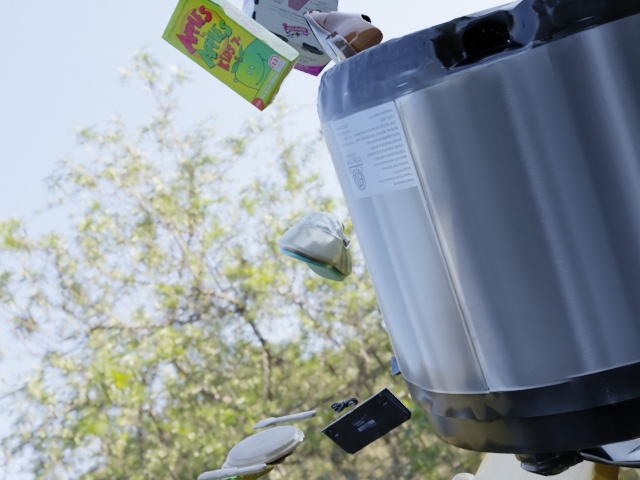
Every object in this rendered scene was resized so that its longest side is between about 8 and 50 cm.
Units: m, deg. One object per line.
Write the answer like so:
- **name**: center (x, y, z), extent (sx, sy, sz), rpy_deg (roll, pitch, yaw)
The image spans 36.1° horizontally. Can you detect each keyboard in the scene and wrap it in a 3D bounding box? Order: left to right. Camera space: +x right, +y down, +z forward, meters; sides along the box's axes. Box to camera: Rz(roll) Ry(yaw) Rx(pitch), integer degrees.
- **keyboard**: center (0.076, 0.329, 1.836), extent (0.180, 0.108, 0.023), rpy_deg (-41, 13, 34)

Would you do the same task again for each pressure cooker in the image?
- **pressure cooker**: center (0.215, -0.001, 0.856), extent (0.376, 0.420, 0.370), rpy_deg (-18, 5, 9)

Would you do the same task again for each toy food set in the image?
- **toy food set**: center (-0.082, 0.315, 1.448), extent (0.132, 0.038, 0.192), rpy_deg (-16, 9, 29)

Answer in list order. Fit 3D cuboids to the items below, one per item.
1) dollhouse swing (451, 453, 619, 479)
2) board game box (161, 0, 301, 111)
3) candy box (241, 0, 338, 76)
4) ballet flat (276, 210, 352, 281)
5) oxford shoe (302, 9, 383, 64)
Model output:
- **dollhouse swing**: center (0.299, 0.368, 1.105), extent (0.305, 0.315, 0.347), rpy_deg (-50, 7, 7)
- **board game box**: center (-0.128, -0.276, 1.392), extent (0.092, 0.181, 0.043), rpy_deg (-55, -3, 34)
- **candy box**: center (-0.052, -0.421, 1.730), extent (0.159, 0.233, 0.071), rpy_deg (17, -30, -21)
- **ballet flat**: center (0.000, 0.000, 1.308), extent (0.086, 0.086, 0.248), rpy_deg (-33, -11, 3)
- **oxford shoe**: center (0.035, -0.302, 1.426), extent (0.076, 0.212, 0.076), rpy_deg (-39, -57, -1)
